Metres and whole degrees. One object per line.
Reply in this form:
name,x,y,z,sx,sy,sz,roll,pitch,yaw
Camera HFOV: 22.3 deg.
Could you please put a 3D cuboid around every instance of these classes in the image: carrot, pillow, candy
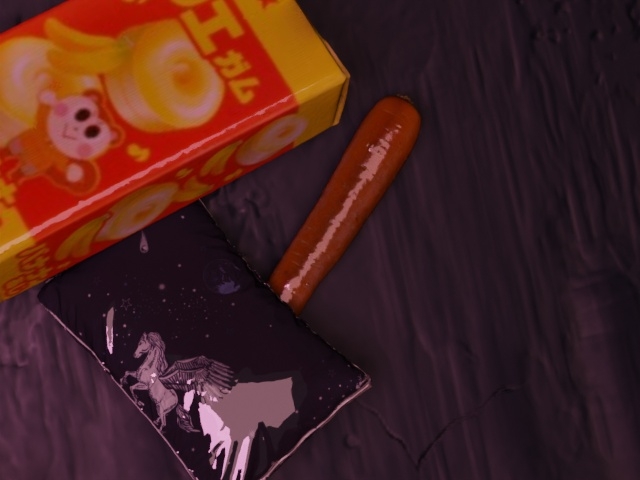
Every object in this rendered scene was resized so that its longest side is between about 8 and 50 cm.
carrot,0.000,0.000,1.160,0.043,0.043,0.248,34,82,-9
pillow,-0.083,0.068,1.109,0.141,0.055,0.208,-41,77,-15
candy,-0.133,-0.088,1.091,0.276,0.088,0.146,-30,74,-14
